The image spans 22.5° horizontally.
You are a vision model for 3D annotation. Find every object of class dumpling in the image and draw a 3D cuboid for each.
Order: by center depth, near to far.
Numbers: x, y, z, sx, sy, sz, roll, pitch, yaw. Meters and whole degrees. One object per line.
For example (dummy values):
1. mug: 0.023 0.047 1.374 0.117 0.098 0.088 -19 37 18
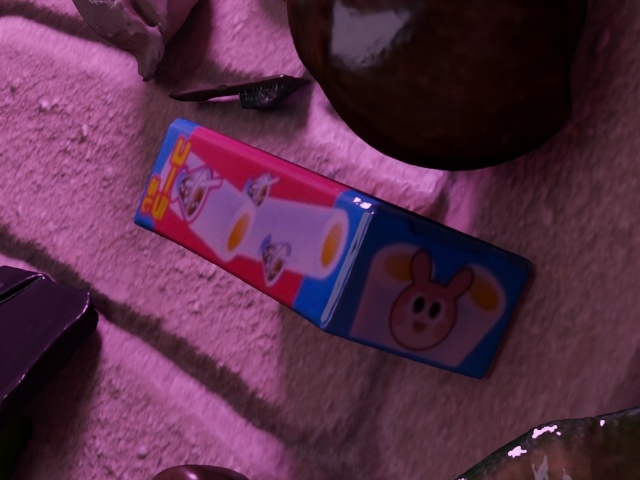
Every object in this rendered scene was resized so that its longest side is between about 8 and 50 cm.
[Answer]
1. dumpling: -0.192 -0.269 1.639 0.172 0.142 0.247 101 154 -68

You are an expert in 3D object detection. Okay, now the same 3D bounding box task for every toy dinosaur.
1. toy dinosaur: 0.094 0.141 0.980 0.447 0.087 0.301 -43 42 -10

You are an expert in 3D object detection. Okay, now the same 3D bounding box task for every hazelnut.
1. hazelnut: 0.083 -0.168 1.153 0.218 0.218 0.234 -47 38 27

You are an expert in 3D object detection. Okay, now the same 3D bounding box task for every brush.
1. brush: -0.079 -0.133 1.497 0.190 0.034 0.028 0 89 52

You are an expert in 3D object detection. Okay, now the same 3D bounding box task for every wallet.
1. wallet: -0.366 0.106 1.680 0.197 0.051 0.377 -50 31 -18

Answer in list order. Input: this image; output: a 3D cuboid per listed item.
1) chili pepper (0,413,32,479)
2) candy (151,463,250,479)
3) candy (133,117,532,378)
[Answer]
1. chili pepper: -0.357 0.284 1.605 0.099 0.083 0.253 15 81 64
2. candy: -0.115 0.291 1.261 0.102 0.104 0.234 15 85 50
3. candy: -0.001 0.001 1.214 0.306 0.157 0.100 24 92 54
